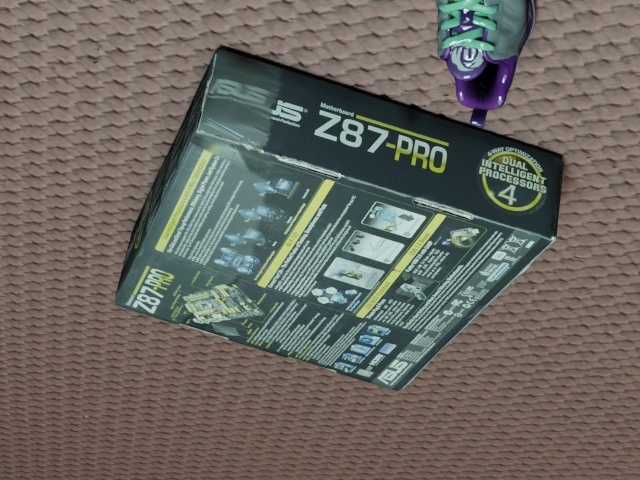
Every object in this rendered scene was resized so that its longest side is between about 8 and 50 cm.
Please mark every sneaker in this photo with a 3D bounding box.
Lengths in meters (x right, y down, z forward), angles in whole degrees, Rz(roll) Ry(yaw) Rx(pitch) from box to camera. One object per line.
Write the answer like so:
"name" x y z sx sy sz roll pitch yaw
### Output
"sneaker" 0.112 -0.172 1.125 0.083 0.098 0.223 2 152 17

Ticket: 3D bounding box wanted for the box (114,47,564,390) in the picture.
"box" 0.000 0.000 1.503 0.318 0.097 0.395 15 153 -10
